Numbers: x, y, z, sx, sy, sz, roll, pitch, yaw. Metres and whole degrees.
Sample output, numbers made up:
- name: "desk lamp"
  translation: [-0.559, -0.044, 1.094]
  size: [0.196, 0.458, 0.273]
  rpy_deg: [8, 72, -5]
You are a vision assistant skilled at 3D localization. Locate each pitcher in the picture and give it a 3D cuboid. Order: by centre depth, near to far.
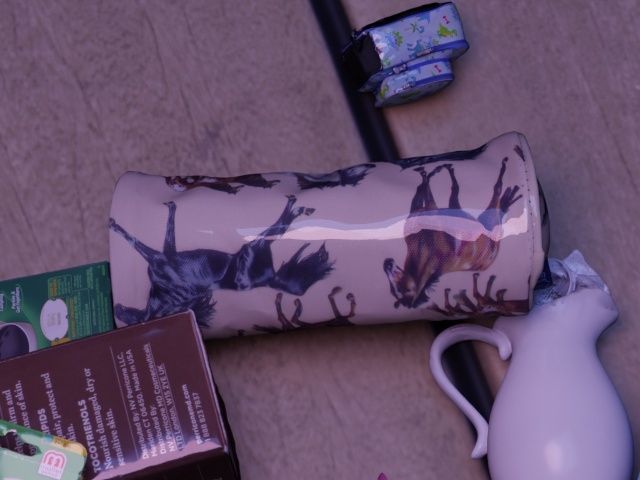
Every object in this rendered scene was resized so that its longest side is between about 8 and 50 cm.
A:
- name: "pitcher"
  translation: [0.184, 0.154, 1.390]
  size: [0.178, 0.125, 0.207]
  rpy_deg: [-10, 53, 16]

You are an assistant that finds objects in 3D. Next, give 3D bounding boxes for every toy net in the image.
- name: "toy net"
  translation: [0.161, 0.024, 1.484]
  size: [0.232, 0.045, 0.122]
  rpy_deg: [24, 68, 13]

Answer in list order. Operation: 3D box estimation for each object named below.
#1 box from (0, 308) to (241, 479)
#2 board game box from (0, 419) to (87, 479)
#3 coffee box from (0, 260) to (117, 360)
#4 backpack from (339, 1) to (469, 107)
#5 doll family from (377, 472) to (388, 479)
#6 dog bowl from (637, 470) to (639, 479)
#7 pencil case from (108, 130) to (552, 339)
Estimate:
- name: "box"
  translation: [-0.266, 0.197, 1.340]
  size: [0.381, 0.191, 0.143]
  rpy_deg: [-14, 66, -4]
- name: "board game box"
  translation: [-0.273, 0.265, 1.202]
  size: [0.124, 0.039, 0.259]
  rpy_deg: [17, 80, 2]
- name: "coffee box"
  translation: [-0.275, 0.090, 1.460]
  size: [0.184, 0.040, 0.113]
  rpy_deg: [-12, 65, 6]
- name: "backpack"
  translation: [0.090, -0.182, 1.556]
  size: [0.114, 0.105, 0.084]
  rpy_deg: [-23, 88, -9]
- name: "doll family"
  translation: [0.029, 0.312, 1.312]
  size: [0.163, 0.118, 0.263]
  rpy_deg: [-26, 66, -9]
- name: "dog bowl"
  translation: [0.309, 0.211, 1.303]
  size: [0.074, 0.166, 0.297]
  rpy_deg: [8, 41, 20]
- name: "pencil case"
  translation: [0.000, 0.000, 1.415]
  size: [0.410, 0.183, 0.159]
  rpy_deg: [-5, 108, 9]
